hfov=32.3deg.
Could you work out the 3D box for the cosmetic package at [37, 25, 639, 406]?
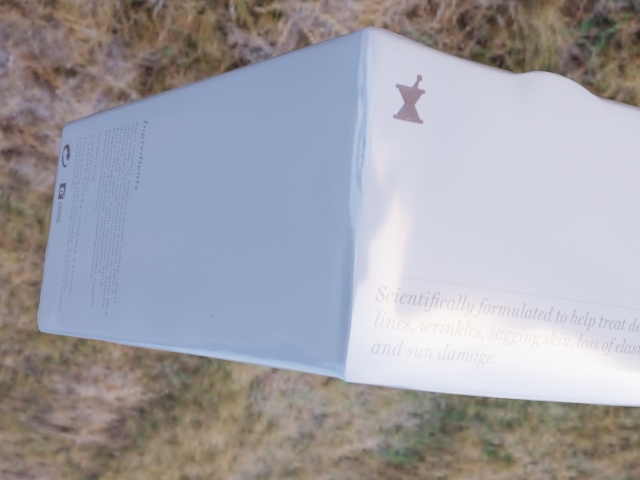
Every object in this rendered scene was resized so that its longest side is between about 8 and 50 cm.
[{"bbox_3d":[0.000,0.000,0.651,0.217,0.156,0.385,9,176,-30],"label":"cosmetic package"}]
